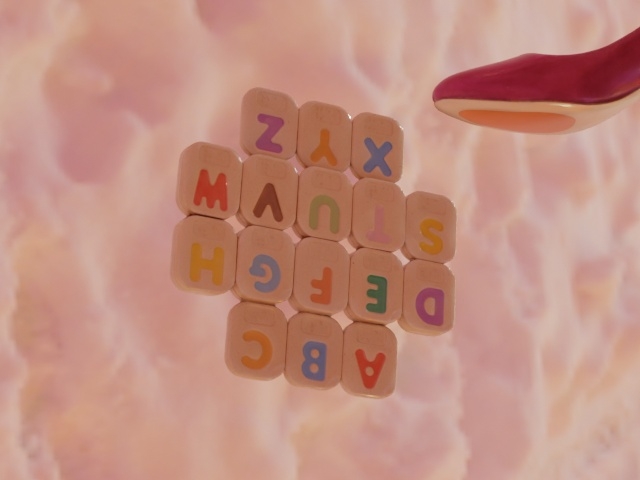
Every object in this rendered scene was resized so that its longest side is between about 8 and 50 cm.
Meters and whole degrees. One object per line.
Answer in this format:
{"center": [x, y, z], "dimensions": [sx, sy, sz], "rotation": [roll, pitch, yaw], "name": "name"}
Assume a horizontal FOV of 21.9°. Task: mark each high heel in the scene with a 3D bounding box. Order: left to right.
{"center": [0.193, -0.137, 1.111], "dimensions": [0.082, 0.244, 0.117], "rotation": [96, -9, -81], "name": "high heel"}

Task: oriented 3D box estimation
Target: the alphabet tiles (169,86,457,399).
{"center": [0.000, 0.000, 1.529], "dimensions": [0.284, 0.021, 0.278], "rotation": [12, 71, -23], "name": "alphabet tiles"}
